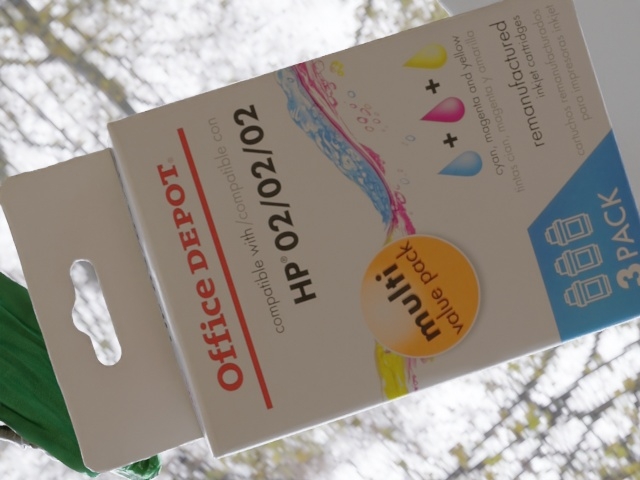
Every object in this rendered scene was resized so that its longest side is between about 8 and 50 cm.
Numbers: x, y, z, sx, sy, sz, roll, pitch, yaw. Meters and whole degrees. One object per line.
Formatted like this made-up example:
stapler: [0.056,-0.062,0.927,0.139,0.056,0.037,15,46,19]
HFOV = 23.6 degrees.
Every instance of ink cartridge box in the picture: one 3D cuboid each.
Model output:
ink cartridge box: [0.000,0.000,0.469,0.181,0.061,0.104,-18,-89,-7]

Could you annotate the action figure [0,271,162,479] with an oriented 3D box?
action figure: [-0.210,0.100,1.089,0.232,0.063,0.137,36,-130,1]

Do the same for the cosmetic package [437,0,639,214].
cosmetic package: [0.160,-0.223,0.894,0.156,0.217,0.385,-33,-102,-36]
